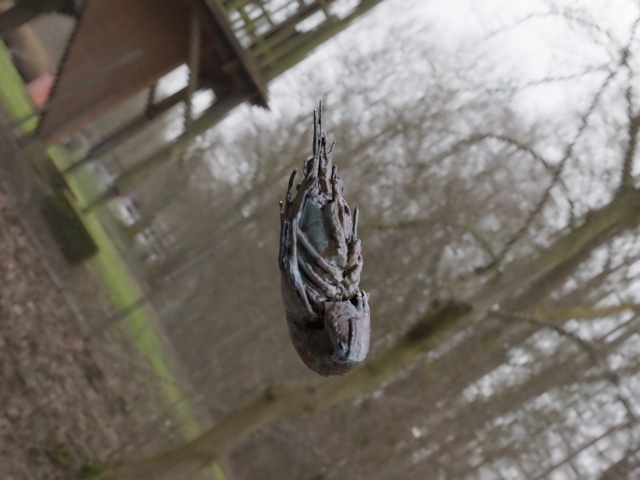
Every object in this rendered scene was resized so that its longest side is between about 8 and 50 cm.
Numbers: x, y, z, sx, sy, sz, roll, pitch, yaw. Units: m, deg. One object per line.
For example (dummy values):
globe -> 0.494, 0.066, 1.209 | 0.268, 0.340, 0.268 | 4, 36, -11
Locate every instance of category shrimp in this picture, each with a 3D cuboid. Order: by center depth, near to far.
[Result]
shrimp -> 0.000, 0.000, 1.133 | 0.079, 0.090, 0.232 | 3, -80, 41
